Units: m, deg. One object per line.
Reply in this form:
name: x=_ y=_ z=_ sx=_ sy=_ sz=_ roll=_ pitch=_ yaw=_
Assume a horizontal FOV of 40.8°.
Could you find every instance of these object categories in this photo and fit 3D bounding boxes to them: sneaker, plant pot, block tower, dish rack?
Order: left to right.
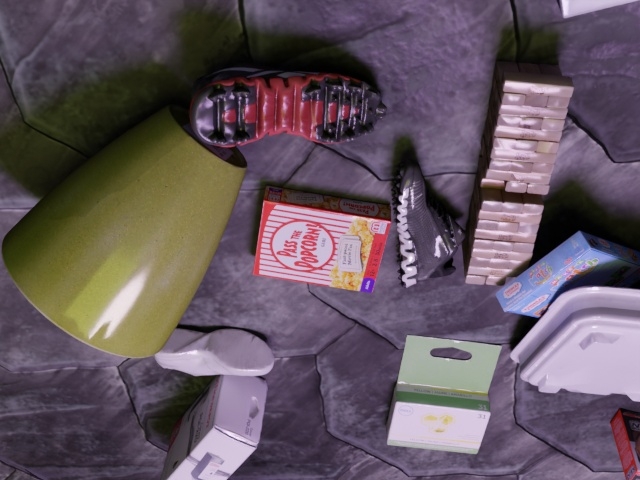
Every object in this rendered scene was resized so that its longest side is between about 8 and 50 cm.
plant pot: x=-0.243 y=-0.035 z=1.208 sx=0.275 sy=0.275 sz=0.293 roll=35 pitch=105 yaw=-21
sneaker: x=-0.183 y=0.204 z=1.488 sx=0.212 sy=0.080 sz=0.094 roll=8 pitch=139 yaw=6
sneaker: x=-0.050 y=-0.188 z=1.158 sx=0.276 sy=0.135 sz=0.097 roll=-5 pitch=118 yaw=-22
sneaker: x=0.162 y=-0.027 z=1.280 sx=0.106 sy=0.078 sz=0.234 roll=-5 pitch=131 yaw=4
block tower: x=0.269 y=-0.092 z=1.212 sx=0.091 sy=0.097 sz=0.335 roll=4 pitch=129 yaw=0
dish rack: x=0.469 y=0.175 z=1.333 sx=0.285 sy=0.072 sz=0.333 roll=5 pitch=153 yaw=-4

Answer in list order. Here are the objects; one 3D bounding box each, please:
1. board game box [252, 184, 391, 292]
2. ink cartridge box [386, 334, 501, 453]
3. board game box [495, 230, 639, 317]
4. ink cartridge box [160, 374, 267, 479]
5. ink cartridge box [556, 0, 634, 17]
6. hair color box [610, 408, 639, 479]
board game box: x=0.000 y=0.000 z=1.327 sx=0.193 sy=0.045 sz=0.146 roll=9 pitch=127 yaw=-3
ink cartridge box: x=0.216 y=0.277 z=1.522 sx=0.171 sy=0.056 sz=0.235 roll=7 pitch=129 yaw=0
board game box: x=0.385 y=0.062 z=1.293 sx=0.211 sy=0.039 sz=0.160 roll=13 pitch=135 yaw=-46
ink cartridge box: x=-0.192 y=0.349 z=1.536 sx=0.092 sy=0.158 sz=0.218 roll=30 pitch=123 yaw=-17
ink cartridge box: x=0.374 y=-0.415 z=0.979 sx=0.239 sy=0.060 sz=0.275 roll=-11 pitch=126 yaw=14
hair color box: x=0.563 y=0.367 z=1.511 sx=0.072 sy=0.141 sz=0.043 roll=13 pitch=127 yaw=-6
